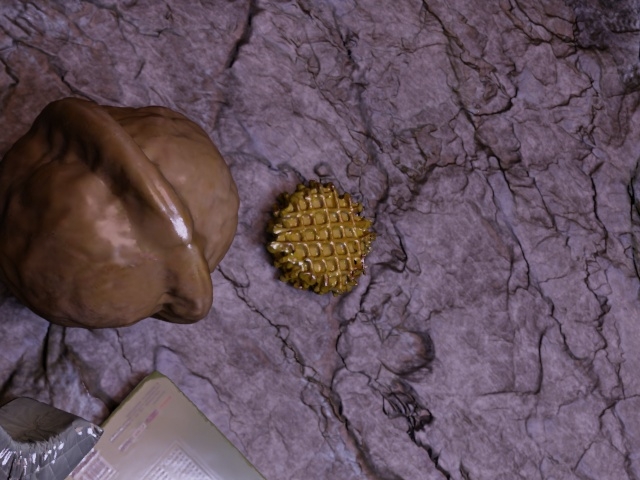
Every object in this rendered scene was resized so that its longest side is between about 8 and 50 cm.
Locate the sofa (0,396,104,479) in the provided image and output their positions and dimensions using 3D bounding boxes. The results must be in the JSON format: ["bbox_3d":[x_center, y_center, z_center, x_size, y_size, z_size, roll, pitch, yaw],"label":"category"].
[{"bbox_3d":[-0.446,0.228,1.637,0.176,0.210,0.225,-46,123,-28],"label":"sofa"}]

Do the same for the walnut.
[{"bbox_3d":[-0.294,-0.030,1.742,0.384,0.383,0.383,9,69,-25],"label":"walnut"}]

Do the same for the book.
[{"bbox_3d":[-0.206,0.396,1.843,0.352,0.035,0.239,47,61,-8],"label":"book"}]

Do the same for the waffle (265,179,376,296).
[{"bbox_3d":[0.000,0.000,2.067,0.197,0.070,0.193,29,62,-20],"label":"waffle"}]
